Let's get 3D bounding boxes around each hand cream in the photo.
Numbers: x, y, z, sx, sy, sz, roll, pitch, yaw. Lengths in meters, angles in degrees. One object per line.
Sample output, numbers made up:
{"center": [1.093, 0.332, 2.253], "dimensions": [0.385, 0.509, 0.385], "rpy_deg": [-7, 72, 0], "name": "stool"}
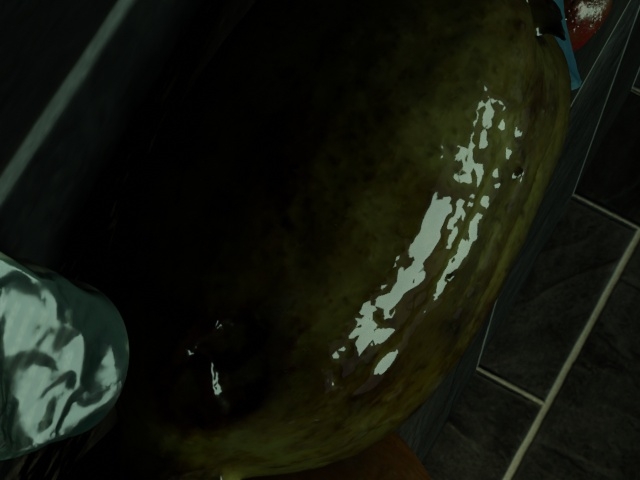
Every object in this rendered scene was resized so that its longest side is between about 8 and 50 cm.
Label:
{"center": [-0.102, 0.033, 0.482], "dimensions": [0.075, 0.052, 0.248], "rpy_deg": [-63, 170, 2], "name": "hand cream"}

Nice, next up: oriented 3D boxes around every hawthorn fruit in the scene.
{"center": [0.171, -0.169, 1.311], "dimensions": [0.077, 0.077, 0.077], "rpy_deg": [-59, 170, -17], "name": "hawthorn fruit"}

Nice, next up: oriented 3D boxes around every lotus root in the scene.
{"center": [0.000, 0.000, 0.680], "dimensions": [0.145, 0.128, 0.260], "rpy_deg": [35, 87, -47], "name": "lotus root"}

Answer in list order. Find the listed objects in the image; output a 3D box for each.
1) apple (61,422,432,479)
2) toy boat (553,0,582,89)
{"center": [-0.035, 0.144, 0.775], "dimensions": [0.201, 0.201, 0.162], "rpy_deg": [-39, 130, -67], "name": "apple"}
{"center": [0.053, -0.112, 0.822], "dimensions": [0.238, 0.098, 0.109], "rpy_deg": [38, 37, -72], "name": "toy boat"}
